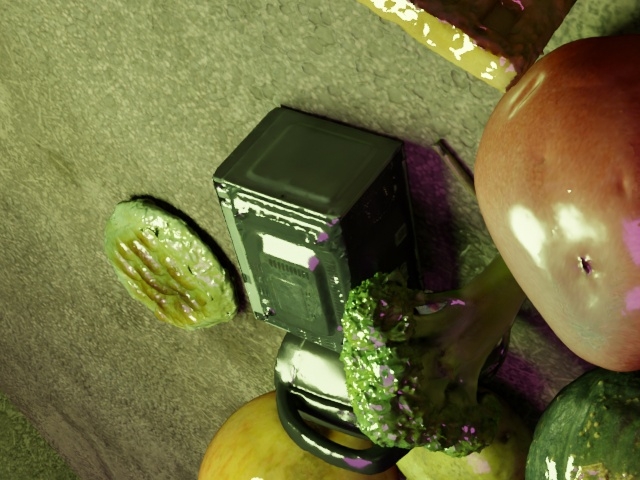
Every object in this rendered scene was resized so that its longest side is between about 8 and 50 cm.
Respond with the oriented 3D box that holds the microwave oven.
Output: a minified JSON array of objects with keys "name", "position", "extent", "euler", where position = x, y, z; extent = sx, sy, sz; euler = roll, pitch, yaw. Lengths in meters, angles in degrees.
[{"name":"microwave oven","position":[0.000,0.000,1.577],"extent":[0.237,0.181,0.295],"euler":[20,143,29]}]

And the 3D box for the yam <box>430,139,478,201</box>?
[{"name":"yam","position":[0.177,-0.086,1.447],"extent":[0.107,0.014,0.014],"euler":[49,147,-15]}]

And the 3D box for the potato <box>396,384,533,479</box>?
[{"name":"potato","position":[0.223,0.315,1.772],"extent":[0.228,0.149,0.197],"euler":[-47,61,48]}]

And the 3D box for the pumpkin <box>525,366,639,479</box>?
[{"name":"pumpkin","position":[0.419,0.316,1.471],"extent":[0.292,0.257,0.327],"euler":[15,148,38]}]

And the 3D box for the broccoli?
[{"name":"broccoli","position":[0.137,0.129,1.495],"extent":[0.254,0.302,0.186],"euler":[11,-178,-18]}]

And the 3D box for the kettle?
[{"name":"kettle","position":[0.083,0.208,1.679],"extent":[0.271,0.251,0.207],"euler":[21,100,34]}]

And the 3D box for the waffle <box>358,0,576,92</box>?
[{"name":"waffle","position":[0.128,-0.272,1.069],"extent":[0.248,0.221,0.055],"euler":[34,148,8]}]

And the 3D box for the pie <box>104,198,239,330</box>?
[{"name":"pie","position":[-0.268,0.054,2.021],"extent":[0.306,0.071,0.306],"euler":[26,147,19]}]

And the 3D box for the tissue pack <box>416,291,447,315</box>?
[{"name":"tissue pack","position":[0.185,0.106,1.657],"extent":[0.083,0.035,0.063],"euler":[-14,121,51]}]

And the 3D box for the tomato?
[{"name":"tomato","position":[0.302,-0.039,1.120],"extent":[0.341,0.273,0.341],"euler":[31,146,24]}]

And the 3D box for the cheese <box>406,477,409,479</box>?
[{"name":"cheese","position":[0.171,0.442,1.889],"extent":[0.127,0.255,0.050],"euler":[26,148,30]}]

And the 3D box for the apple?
[{"name":"apple","position":[-0.040,0.430,2.002],"extent":[0.364,0.364,0.364],"euler":[26,146,20]}]
